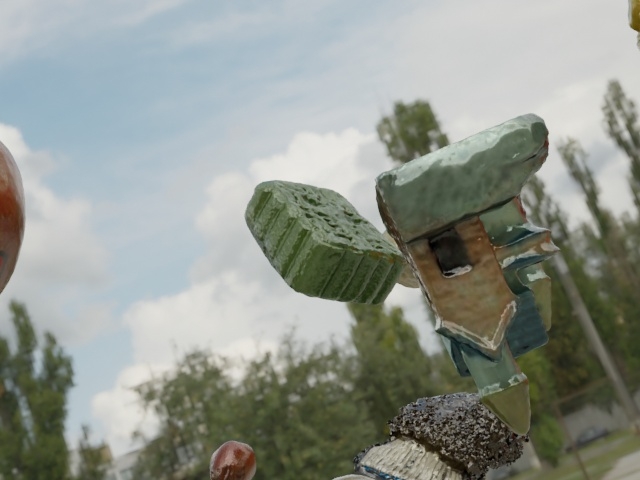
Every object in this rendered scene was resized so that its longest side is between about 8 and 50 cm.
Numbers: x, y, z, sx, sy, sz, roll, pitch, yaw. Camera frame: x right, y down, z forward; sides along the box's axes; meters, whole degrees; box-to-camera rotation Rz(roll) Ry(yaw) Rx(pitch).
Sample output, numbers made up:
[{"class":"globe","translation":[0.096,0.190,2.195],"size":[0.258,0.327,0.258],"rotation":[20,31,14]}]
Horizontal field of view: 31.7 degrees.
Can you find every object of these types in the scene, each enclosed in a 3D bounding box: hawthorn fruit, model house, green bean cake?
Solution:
[{"class":"hawthorn fruit","translation":[-0.151,0.389,1.905],"size":[0.081,0.081,0.093],"rotation":[-27,22,23]},{"class":"model house","translation":[0.205,0.054,1.283],"size":[0.194,0.325,0.267],"rotation":[-21,-6,1]},{"class":"green bean cake","translation":[0.000,0.000,1.879],"size":[0.222,0.248,0.125],"rotation":[10,-66,-46]}]

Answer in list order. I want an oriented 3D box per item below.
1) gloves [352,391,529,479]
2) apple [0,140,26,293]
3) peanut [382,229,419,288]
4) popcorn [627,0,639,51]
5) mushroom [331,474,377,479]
[{"class":"gloves","translation":[0.204,0.315,1.756],"size":[0.210,0.135,0.312],"rotation":[-2,21,35]},{"class":"apple","translation":[-0.478,0.002,1.267],"size":[0.309,0.250,0.277],"rotation":[-21,21,-35]},{"class":"peanut","translation":[0.181,0.030,2.269],"size":[0.129,0.129,0.224],"rotation":[-25,-22,12]},{"class":"popcorn","translation":[0.448,-0.252,1.165],"size":[0.250,0.190,0.250],"rotation":[-14,-49,-17]},{"class":"mushroom","translation":[0.013,0.382,1.335],"size":[0.215,0.207,0.207],"rotation":[-5,-9,18]}]
